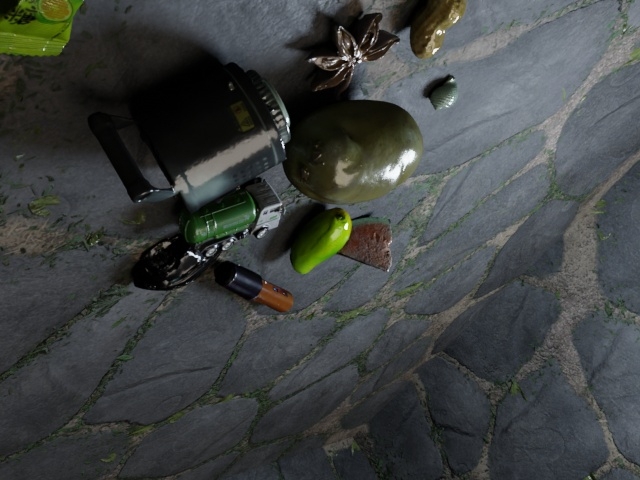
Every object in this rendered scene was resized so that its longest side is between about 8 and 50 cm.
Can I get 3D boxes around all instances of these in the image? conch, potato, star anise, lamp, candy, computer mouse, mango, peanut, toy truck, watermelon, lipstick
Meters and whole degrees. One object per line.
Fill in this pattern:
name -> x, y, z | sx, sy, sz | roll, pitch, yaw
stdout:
conch -> 0.307, -0.351, 1.950 | 0.085, 0.057, 0.076 | -42, 167, 15
potato -> 0.063, -0.188, 1.725 | 0.326, 0.221, 0.243 | -18, -172, -31
star anise -> 0.049, -0.375, 1.589 | 0.208, 0.063, 0.171 | -43, 150, 24
lamp -> -0.192, -0.191, 1.435 | 0.272, 0.205, 0.374 | -34, 172, 9
candy -> -0.372, -0.351, 1.105 | 0.149, 0.069, 0.246 | 1, 136, -48
computer mouse -> -0.321, 0.053, 1.859 | 0.241, 0.077, 0.146 | -32, 156, -6
mango -> 0.000, 0.000, 2.120 | 0.125, 0.111, 0.233 | -3, 141, -42
peanut -> 0.241, -0.456, 1.643 | 0.089, 0.089, 0.193 | -14, 147, -37
toy truck -> -0.203, -0.054, 1.785 | 0.242, 0.101, 0.125 | -21, 152, -30
watermelon -> 0.109, 0.006, 2.229 | 0.207, 0.202, 0.136 | -6, 104, -49
lipstick -> -0.169, 0.133, 2.182 | 0.077, 0.077, 0.418 | -38, 156, 7
